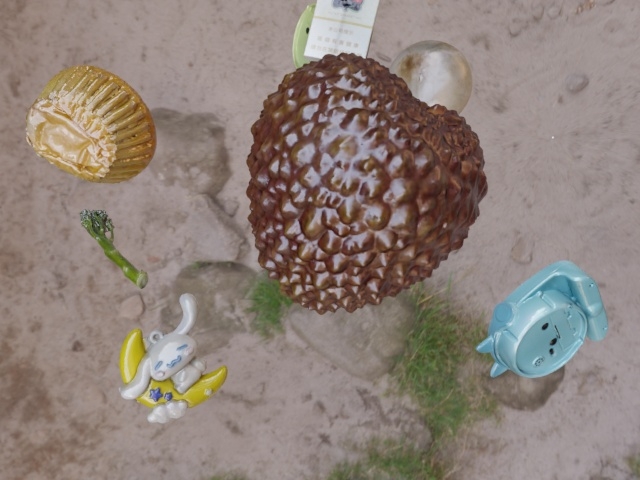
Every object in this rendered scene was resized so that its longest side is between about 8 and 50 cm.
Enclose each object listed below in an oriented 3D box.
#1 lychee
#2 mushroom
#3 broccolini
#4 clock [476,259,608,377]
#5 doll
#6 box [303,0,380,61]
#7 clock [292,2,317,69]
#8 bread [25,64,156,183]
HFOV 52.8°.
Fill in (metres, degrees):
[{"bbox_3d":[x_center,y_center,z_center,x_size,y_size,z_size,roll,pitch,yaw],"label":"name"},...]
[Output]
[{"bbox_3d":[0.033,-0.046,0.679,0.272,0.271,0.271,3,100,19],"label":"lychee"},{"bbox_3d":[0.273,-0.393,1.638,0.227,0.178,0.226,0,90,23],"label":"mushroom"},{"bbox_3d":[-0.523,0.010,1.663,0.392,0.079,0.074,34,91,41],"label":"broccolini"},{"bbox_3d":[0.460,0.189,1.348,0.274,0.094,0.223,-37,127,-1],"label":"clock"},{"bbox_3d":[-0.335,0.278,1.447,0.252,0.111,0.237,-34,100,-9],"label":"doll"},{"bbox_3d":[0.039,-0.335,0.935,0.090,0.024,0.166,13,86,6],"label":"box"},{"bbox_3d":[0.002,-0.553,1.813,0.235,0.096,0.308,59,136,43],"label":"clock"},{"bbox_3d":[-0.428,-0.211,1.220,0.240,0.139,0.239,8,122,12],"label":"bread"}]
